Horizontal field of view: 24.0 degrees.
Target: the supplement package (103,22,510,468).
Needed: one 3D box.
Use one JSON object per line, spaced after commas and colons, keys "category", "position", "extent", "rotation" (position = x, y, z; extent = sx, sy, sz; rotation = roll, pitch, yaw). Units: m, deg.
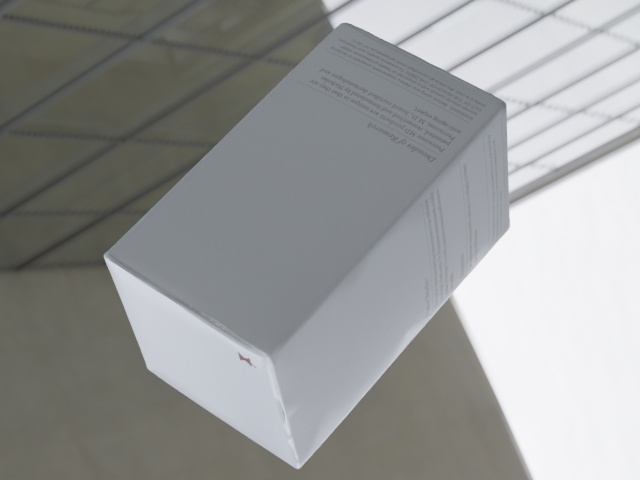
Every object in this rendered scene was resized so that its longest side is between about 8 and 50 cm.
{"category": "supplement package", "position": [0.000, 0.000, 0.737], "extent": [0.179, 0.105, 0.105], "rotation": [-46, -29, -24]}
